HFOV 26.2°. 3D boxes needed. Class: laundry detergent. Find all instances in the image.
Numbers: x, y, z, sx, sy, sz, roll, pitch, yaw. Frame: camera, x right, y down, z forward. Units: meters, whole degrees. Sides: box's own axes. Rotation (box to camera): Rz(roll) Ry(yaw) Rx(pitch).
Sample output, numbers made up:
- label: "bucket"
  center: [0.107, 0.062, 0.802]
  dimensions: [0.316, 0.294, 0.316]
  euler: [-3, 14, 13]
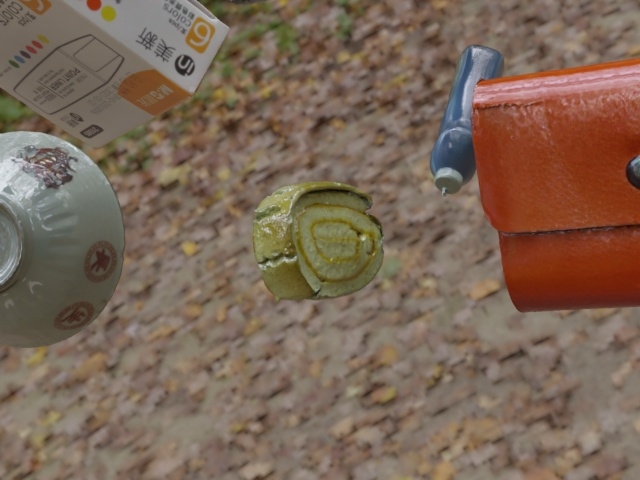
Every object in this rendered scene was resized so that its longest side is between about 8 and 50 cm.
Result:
- label: "laundry detergent"
  center: [0.176, -0.141, 1.700]
  dimensions: [0.061, 0.096, 0.206]
  euler: [19, 58, 0]

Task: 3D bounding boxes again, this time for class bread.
- label: "bread"
  center: [0.000, 0.000, 1.373]
  dimensions: [0.064, 0.117, 0.156]
  euler: [-3, 0, 42]

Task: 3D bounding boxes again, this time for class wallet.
- label: "wallet"
  center: [0.186, -0.032, 0.753]
  dimensions: [0.204, 0.142, 0.045]
  euler: [-4, 12, 36]

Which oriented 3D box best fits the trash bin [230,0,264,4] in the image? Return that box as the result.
- label: "trash bin"
  center: [-0.050, -0.504, 1.658]
  dimensions: [0.295, 0.381, 0.259]
  euler: [-34, 1, -31]

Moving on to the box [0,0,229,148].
- label: "box"
  center: [-0.245, -0.207, 1.380]
  dimensions: [0.274, 0.221, 0.091]
  euler: [-20, 41, 60]

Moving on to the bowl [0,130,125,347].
- label: "bowl"
  center: [-0.473, 0.001, 2.052]
  dimensions: [0.337, 0.337, 0.157]
  euler: [-23, -3, 13]
